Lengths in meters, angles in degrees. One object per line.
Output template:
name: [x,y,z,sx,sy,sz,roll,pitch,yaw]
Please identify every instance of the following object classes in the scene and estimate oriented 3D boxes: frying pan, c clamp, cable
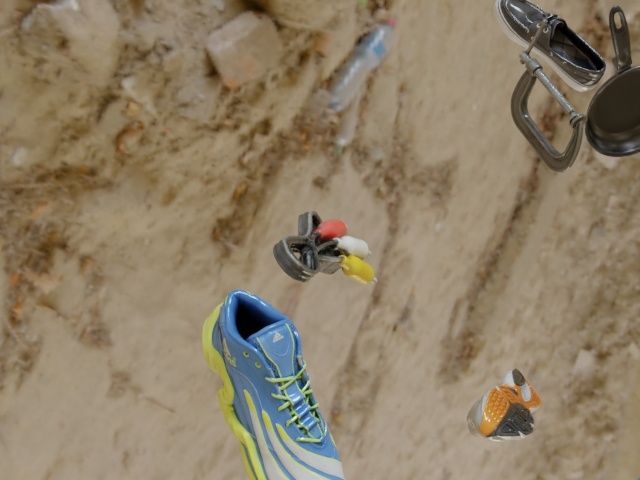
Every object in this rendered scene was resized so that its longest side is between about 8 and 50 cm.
frying pan: [0.518,-0.264,1.846,0.197,0.053,0.326,-43,129,19]
c clamp: [0.284,-0.170,1.311,0.022,0.161,0.137,-10,148,-28]
cable: [0.000,0.000,1.478,0.072,0.140,0.287,-35,165,11]

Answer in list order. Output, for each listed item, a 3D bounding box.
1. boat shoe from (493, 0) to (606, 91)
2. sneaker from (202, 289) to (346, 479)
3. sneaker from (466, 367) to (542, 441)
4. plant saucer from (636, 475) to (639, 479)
boat shoe: [0.397,-0.350,1.800,0.080,0.228,0.076,-41,174,-21]
sneaker: [-0.045,0.149,0.991,0.091,0.240,0.126,-24,155,-22]
sneaker: [0.297,0.308,1.791,0.121,0.099,0.262,-42,168,20]
plant saucer: [0.432,0.326,1.341,0.018,0.067,0.192,21,108,-35]
